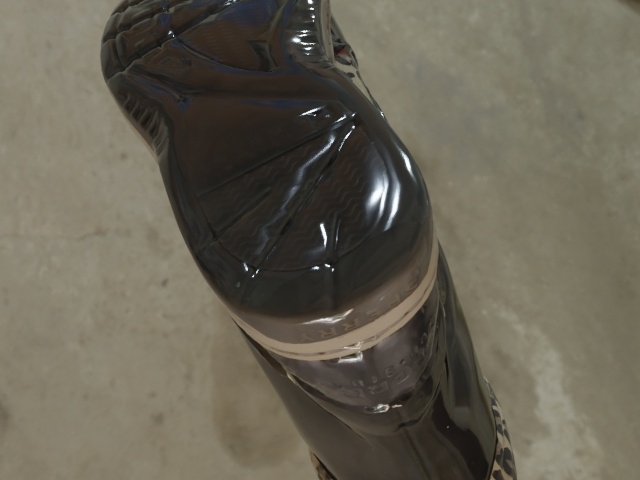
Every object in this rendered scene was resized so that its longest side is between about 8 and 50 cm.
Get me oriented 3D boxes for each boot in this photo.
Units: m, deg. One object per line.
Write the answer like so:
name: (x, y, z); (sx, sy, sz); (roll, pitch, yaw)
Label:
boot: (0.000, 0.000, 0.610); (0.138, 0.284, 0.377); (-27, 40, -2)
